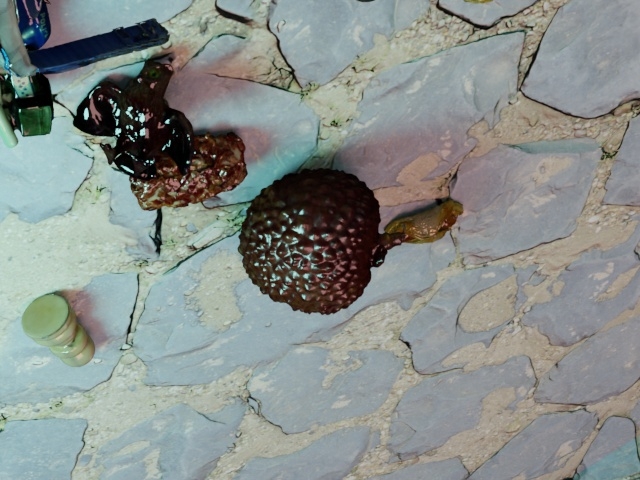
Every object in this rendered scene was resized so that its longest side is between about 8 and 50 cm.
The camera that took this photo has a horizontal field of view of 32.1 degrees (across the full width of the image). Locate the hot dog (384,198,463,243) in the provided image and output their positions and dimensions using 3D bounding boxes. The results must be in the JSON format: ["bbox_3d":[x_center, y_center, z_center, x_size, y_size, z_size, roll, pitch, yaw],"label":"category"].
[{"bbox_3d":[0.214,-0.026,2.201,0.169,0.061,0.078,-21,140,-4],"label":"hot dog"}]

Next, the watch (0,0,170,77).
[{"bbox_3d":[-0.321,-0.356,1.466,0.275,0.068,0.276,-22,135,-30],"label":"watch"}]

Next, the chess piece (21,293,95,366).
[{"bbox_3d":[-0.473,0.180,2.063,0.094,0.094,0.170,-26,142,1],"label":"chess piece"}]

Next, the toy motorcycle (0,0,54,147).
[{"bbox_3d":[-0.441,-0.294,1.563,0.196,0.125,0.331,-11,133,-16],"label":"toy motorcycle"}]

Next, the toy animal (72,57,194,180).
[{"bbox_3d":[-0.279,-0.192,1.756,0.179,0.219,0.116,-68,165,-3],"label":"toy animal"}]

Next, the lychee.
[{"bbox_3d":[0.000,0.000,1.973,0.300,0.264,0.264,-1,139,10],"label":"lychee"}]

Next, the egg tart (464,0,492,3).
[{"bbox_3d":[0.272,-0.434,1.812,0.130,0.052,0.130,-15,141,-13],"label":"egg tart"}]

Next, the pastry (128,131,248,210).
[{"bbox_3d":[-0.221,-0.116,1.874,0.209,0.097,0.115,-10,147,-18],"label":"pastry"}]
